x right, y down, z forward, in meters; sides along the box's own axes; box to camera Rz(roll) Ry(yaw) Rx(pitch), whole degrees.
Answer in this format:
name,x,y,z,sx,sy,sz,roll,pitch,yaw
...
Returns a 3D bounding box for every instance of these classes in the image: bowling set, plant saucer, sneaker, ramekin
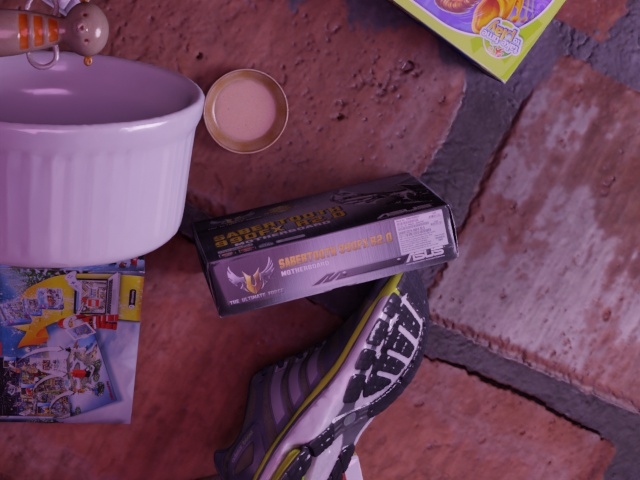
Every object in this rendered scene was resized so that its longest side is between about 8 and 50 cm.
name,x,y,z,sx,sy,sz,roll,pitch,yaw
bowling set,-0.239,-0.299,1.539,0.154,0.200,0.287,-3,90,-7
plant saucer,-0.074,-0.127,1.725,0.083,0.015,0.083,-2,101,-8
sneaker,-0.003,0.139,1.741,0.300,0.121,0.111,-54,142,-14
ramekin,-0.246,-0.076,1.584,0.277,0.277,0.135,1,108,-9

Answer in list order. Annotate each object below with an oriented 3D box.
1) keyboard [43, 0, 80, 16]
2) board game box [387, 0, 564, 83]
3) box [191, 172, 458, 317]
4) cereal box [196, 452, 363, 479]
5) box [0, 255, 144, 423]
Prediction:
name,x,y,z,sx,sy,sz,roll,pitch,yaw
keyboard,-0.316,-0.305,1.638,0.256,0.014,0.072,34,94,-5
board game box,0.102,-0.345,1.675,0.347,0.078,0.233,34,95,-13
box,0.000,0.000,1.677,0.231,0.183,0.056,-13,104,-5
cereal box,-0.063,0.319,1.801,0.240,0.047,0.173,-13,103,-5
box,-0.252,0.087,1.662,0.159,0.044,0.233,2,138,-9
